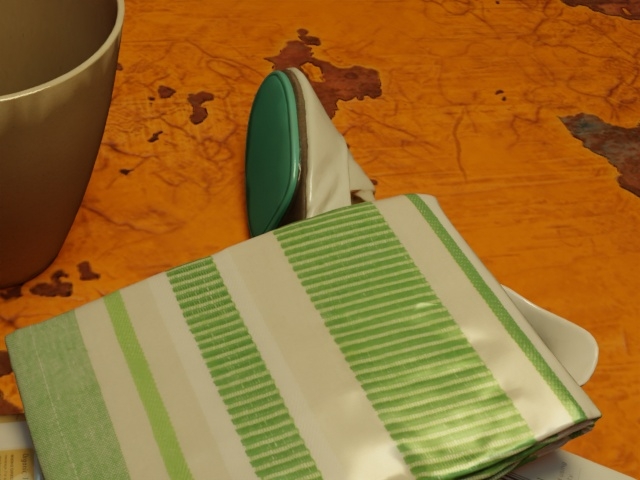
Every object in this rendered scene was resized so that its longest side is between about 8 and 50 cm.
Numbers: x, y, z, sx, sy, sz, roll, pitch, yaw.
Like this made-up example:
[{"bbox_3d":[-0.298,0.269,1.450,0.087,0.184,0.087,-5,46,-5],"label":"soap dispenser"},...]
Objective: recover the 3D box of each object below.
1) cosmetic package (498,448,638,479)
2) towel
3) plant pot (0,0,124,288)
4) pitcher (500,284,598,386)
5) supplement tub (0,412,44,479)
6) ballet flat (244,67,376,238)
[{"bbox_3d":[0.119,0.245,0.621,0.152,0.183,0.151,21,47,10],"label":"cosmetic package"},{"bbox_3d":[-0.021,0.095,0.597,0.325,0.038,0.247,-22,52,-12],"label":"towel"},{"bbox_3d":[-0.298,-0.091,0.796,0.257,0.274,0.256,5,47,-5],"label":"plant pot"},{"bbox_3d":[0.110,0.113,0.728,0.126,0.207,0.178,-24,55,-30],"label":"pitcher"},{"bbox_3d":[-0.237,0.195,0.627,0.200,0.144,0.144,-3,48,-13],"label":"supplement tub"},{"bbox_3d":[0.000,0.000,0.887,0.139,0.139,0.400,2,51,-9],"label":"ballet flat"}]
